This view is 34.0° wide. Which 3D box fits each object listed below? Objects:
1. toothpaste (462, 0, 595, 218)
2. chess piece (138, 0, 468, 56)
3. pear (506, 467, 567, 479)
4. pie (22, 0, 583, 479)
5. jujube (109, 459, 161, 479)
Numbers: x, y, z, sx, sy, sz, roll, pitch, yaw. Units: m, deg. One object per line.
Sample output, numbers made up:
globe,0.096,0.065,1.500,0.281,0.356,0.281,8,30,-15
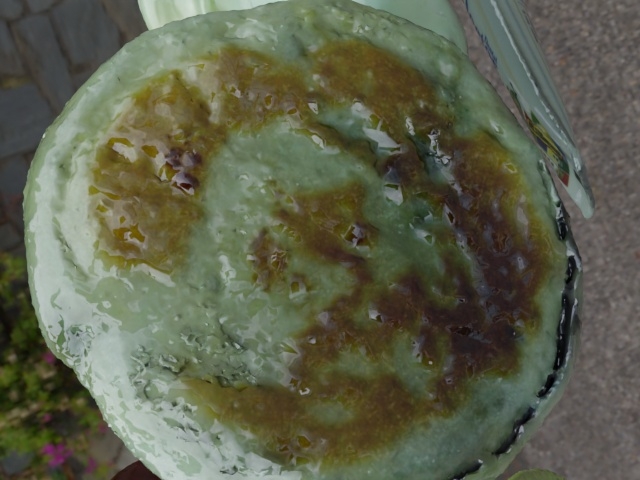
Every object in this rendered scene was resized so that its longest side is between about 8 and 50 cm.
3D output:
toothpaste,0.123,-0.126,0.664,0.067,0.037,0.255,60,-168,-54
chess piece,0.000,-0.137,0.619,0.298,0.176,0.175,-133,27,-56
pear,0.133,0.281,0.612,0.239,0.139,0.288,38,-157,-58
pie,0.000,0.000,0.436,0.240,0.241,0.054,63,159,13
jujube,-0.025,0.250,0.507,0.216,0.216,0.342,40,143,54
